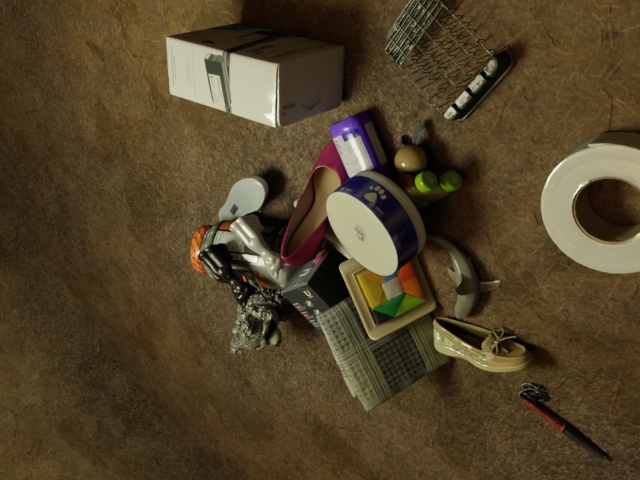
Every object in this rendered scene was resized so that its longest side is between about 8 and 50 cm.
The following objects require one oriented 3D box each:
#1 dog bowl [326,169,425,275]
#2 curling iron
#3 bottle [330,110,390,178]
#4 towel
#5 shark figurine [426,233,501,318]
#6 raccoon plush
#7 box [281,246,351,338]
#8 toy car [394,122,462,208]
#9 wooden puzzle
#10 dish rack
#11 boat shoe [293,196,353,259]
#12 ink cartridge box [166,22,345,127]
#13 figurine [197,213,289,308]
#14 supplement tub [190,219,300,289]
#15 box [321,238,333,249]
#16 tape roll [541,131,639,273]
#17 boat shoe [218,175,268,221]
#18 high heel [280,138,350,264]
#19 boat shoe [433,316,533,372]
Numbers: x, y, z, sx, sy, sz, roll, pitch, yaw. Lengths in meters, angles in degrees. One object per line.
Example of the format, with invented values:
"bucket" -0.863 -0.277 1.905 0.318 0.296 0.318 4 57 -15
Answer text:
"dog bowl" 0.139 -0.043 1.516 0.265 0.104 0.265 42 156 24
"curling iron" 0.644 0.486 1.569 0.274 0.035 0.068 44 135 14
"bottle" 0.127 -0.201 1.594 0.118 0.092 0.283 -14 104 50
"towel" 0.185 0.286 1.699 0.324 0.312 0.056 64 167 -6
"shark figurine" 0.353 0.086 1.547 0.166 0.116 0.278 -24 99 45
"raccoon plush" -0.283 0.204 2.037 0.446 0.299 0.216 28 130 27
"box" 0.045 0.180 1.778 0.270 0.165 0.143 47 143 -16
"toy car" 0.246 -0.192 1.494 0.155 0.148 0.189 -31 67 59
"wooden puzzle" 0.194 0.130 1.645 0.239 0.220 0.044 65 169 -6
"dish rack" 0.281 -0.426 1.350 0.271 0.074 0.208 50 135 10
"boat shoe" 0.056 -0.036 1.751 0.320 0.118 0.103 40 97 21
"ink cartridge box" -0.170 -0.454 1.574 0.394 0.285 0.166 23 126 30
"figurine" -0.220 0.060 1.753 0.215 0.092 0.209 -41 81 6
"supplement tub" -0.232 0.044 1.905 0.337 0.207 0.207 6 119 18
"box" 0.000 0.000 1.821 0.081 0.136 0.028 40 94 17
"tape roll" 0.617 -0.079 1.227 0.286 0.100 0.286 21 126 32
"boat shoe" -0.236 -0.135 1.945 0.113 0.105 0.306 45 142 2
"high heel" -0.008 -0.110 1.617 0.127 0.181 0.378 15 95 17
"boat shoe" 0.429 0.279 1.592 0.285 0.104 0.089 7 120 40
